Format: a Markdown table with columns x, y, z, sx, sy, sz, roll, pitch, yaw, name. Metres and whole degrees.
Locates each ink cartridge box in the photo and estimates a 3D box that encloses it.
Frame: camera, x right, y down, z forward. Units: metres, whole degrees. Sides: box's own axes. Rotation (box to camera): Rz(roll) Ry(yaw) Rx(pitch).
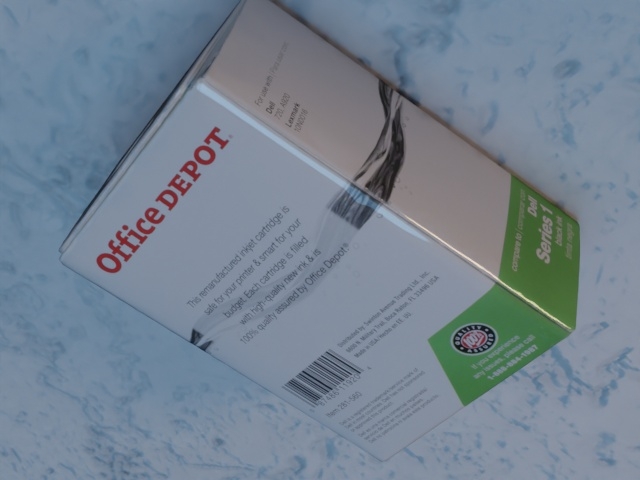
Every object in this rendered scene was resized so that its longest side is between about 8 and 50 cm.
| x | y | z | sx | sy | sz | roll | pitch | yaw | name |
| --- | --- | --- | --- | --- | --- | --- | --- | --- | --- |
| 0.000 | 0.000 | 0.575 | 0.219 | 0.092 | 0.160 | 35 | 131 | -14 | ink cartridge box |
